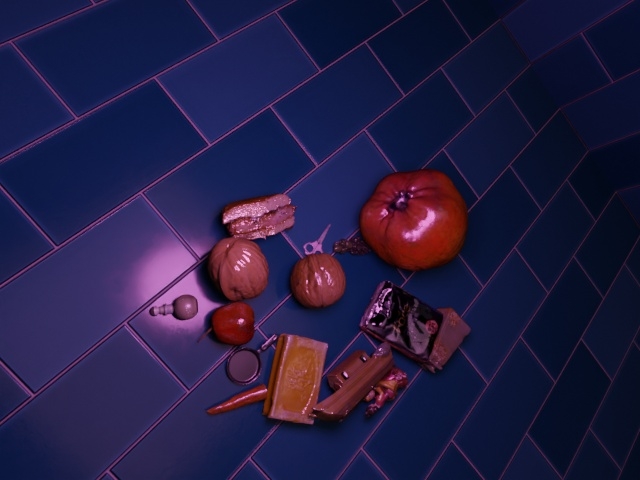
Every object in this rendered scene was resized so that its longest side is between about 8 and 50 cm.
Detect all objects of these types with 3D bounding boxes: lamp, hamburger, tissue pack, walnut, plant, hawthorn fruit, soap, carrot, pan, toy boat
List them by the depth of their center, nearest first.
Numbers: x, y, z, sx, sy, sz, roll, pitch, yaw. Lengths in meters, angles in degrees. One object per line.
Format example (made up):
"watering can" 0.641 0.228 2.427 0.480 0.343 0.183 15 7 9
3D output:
"lamp" -0.521 0.243 1.577 0.163 0.091 0.090 -7 82 -9
"walnut" -0.298 0.108 1.609 0.225 0.225 0.261 -38 138 -26
"hawthorn fruit" -0.341 0.307 1.614 0.204 0.162 0.162 0 80 -15
"carrot" -0.305 0.592 1.622 0.224 0.057 0.057 -15 87 -24
"pan" -0.252 0.441 1.686 0.235 0.028 0.136 -41 99 -23
"soap" -0.092 0.530 1.712 0.199 0.091 0.314 20 73 -22
"hamburger" -0.249 -0.091 1.724 0.282 0.245 0.155 -46 132 -64
"toy boat" 0.127 0.543 1.739 0.162 0.136 0.445 41 48 19
"walnut" -0.011 0.158 1.761 0.228 0.228 0.227 5 78 -24
"lamp" 0.252 0.626 1.846 0.253 0.118 0.118 -33 94 -24
"hawthorn fruit" 0.398 -0.062 1.879 0.472 0.472 0.471 5 78 -24
"tissue pack" 0.353 0.351 1.920 0.332 0.123 0.245 31 66 -7
"plant" 0.133 0.026 1.925 0.174 0.085 0.087 1 107 -20

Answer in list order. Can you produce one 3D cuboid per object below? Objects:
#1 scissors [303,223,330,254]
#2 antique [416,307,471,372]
"scissors" 0.000 0.000 1.902 0.100 0.015 0.189 37 66 -12
"antique" 0.538 0.456 2.002 0.150 0.125 0.284 43 66 -11
